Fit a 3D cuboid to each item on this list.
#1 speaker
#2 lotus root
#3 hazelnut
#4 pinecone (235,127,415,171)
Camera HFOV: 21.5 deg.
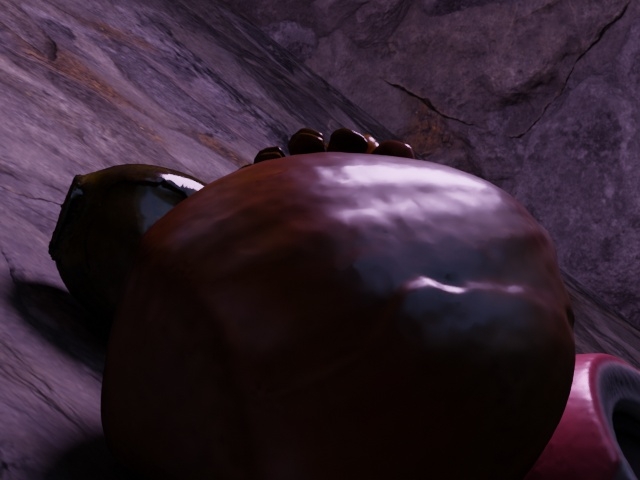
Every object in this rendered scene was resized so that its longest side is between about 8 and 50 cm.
[{"bbox_3d":[0.241,0.247,1.430,0.294,0.294,0.294,34,11,-8],"label":"speaker"},{"bbox_3d":[-0.115,0.033,1.510,0.275,0.160,0.152,31,2,-13],"label":"lotus root"},{"bbox_3d":[0.015,0.085,1.278,0.372,0.372,0.315,48,-15,48],"label":"hazelnut"},{"bbox_3d":[-0.006,0.008,1.788,0.264,0.264,0.264,34,11,-8],"label":"pinecone"}]
